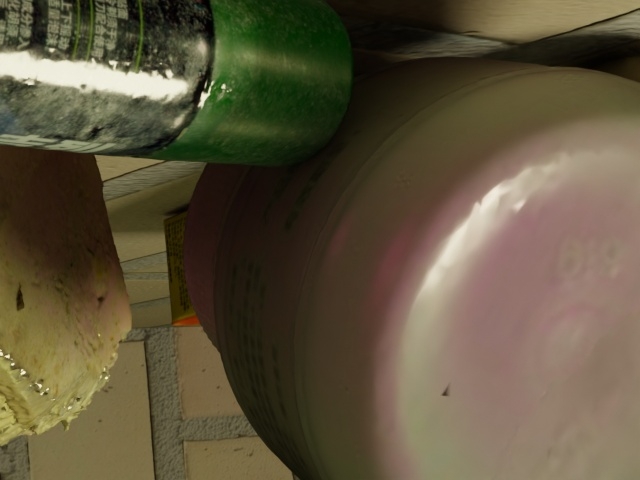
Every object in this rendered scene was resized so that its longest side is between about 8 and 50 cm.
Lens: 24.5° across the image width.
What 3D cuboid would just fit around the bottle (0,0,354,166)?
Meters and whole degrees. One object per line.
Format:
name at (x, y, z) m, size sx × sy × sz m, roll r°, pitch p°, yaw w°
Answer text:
bottle at (-0.122, -0.083, 0.588) m, size 0.093 × 0.093 × 0.330 m, roll -11°, pitch 170°, yaw 41°

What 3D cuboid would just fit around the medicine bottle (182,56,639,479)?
medicine bottle at (0.066, 0.028, 0.803) m, size 0.256 × 0.256 × 0.325 m, roll -3°, pitch -171°, yaw -20°

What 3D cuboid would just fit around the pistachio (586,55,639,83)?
pistachio at (0.198, -0.051, 0.950) m, size 0.136 × 0.136 × 0.226 m, roll -5°, pitch 180°, yaw -4°

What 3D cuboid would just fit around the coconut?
coconut at (-0.252, 0.027, 0.855) m, size 0.245 × 0.233 × 0.233 m, roll -9°, pitch 172°, yaw 19°

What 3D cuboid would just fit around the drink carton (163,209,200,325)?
drink carton at (0.000, 0.000, 1.295) m, size 0.154 × 0.111 × 0.351 m, roll -2°, pitch 171°, yaw -29°
